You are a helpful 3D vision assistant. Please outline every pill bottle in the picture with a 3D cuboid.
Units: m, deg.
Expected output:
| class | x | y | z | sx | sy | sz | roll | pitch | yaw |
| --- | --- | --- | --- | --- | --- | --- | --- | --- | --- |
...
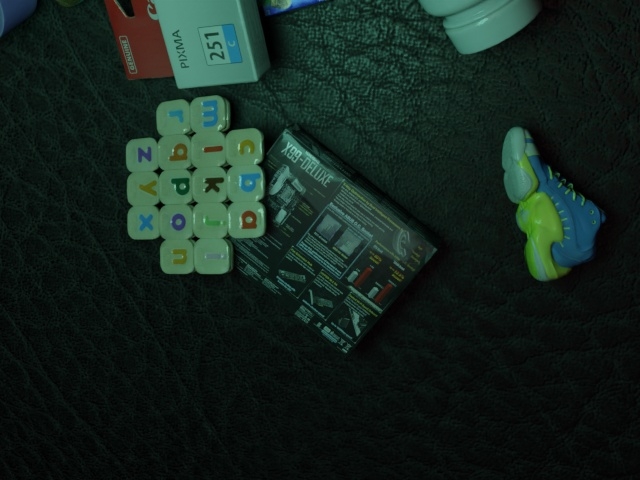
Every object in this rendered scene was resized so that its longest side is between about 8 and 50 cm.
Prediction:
| class | x | y | z | sx | sy | sz | roll | pitch | yaw |
| --- | --- | --- | --- | --- | --- | --- | --- | --- | --- |
| pill bottle | 0.180 | -0.409 | 1.219 | 0.160 | 0.160 | 0.283 | -26 | 113 | 19 |

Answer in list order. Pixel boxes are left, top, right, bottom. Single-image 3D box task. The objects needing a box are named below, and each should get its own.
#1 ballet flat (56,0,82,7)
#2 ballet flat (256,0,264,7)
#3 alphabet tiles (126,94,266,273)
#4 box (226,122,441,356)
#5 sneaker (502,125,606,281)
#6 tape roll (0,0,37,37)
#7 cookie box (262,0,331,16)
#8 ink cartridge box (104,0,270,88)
| class | x | y | z | sx | sy | sz | roll | pitch | yaw |
| --- | --- | --- | --- | --- | --- | --- | --- | --- | --- |
| ballet flat | -0.493 | -0.502 | 1.421 | 0.342 | 0.116 | 0.124 | 43 | 129 | -5 |
| ballet flat | -0.156 | -0.359 | 1.384 | 0.188 | 0.070 | 0.070 | -27 | 97 | 26 |
| alphabet tiles | -0.203 | -0.087 | 1.444 | 0.278 | 0.021 | 0.284 | -2 | 89 | 31 |
| box | 0.000 | 0.000 | 1.441 | 0.307 | 0.076 | 0.242 | 38 | 110 | 1 |
| sneaker | 0.354 | -0.064 | 1.346 | 0.126 | 0.091 | 0.240 | -14 | 101 | -2 |
| tape roll | -0.549 | -0.413 | 1.412 | 0.189 | 0.080 | 0.189 | 22 | 140 | 19 |
| cookie box | -0.042 | -0.398 | 1.362 | 0.107 | 0.040 | 0.091 | -11 | 102 | 16 |
| ink cartridge box | -0.229 | -0.372 | 1.315 | 0.261 | 0.066 | 0.296 | -1 | 119 | 22 |
